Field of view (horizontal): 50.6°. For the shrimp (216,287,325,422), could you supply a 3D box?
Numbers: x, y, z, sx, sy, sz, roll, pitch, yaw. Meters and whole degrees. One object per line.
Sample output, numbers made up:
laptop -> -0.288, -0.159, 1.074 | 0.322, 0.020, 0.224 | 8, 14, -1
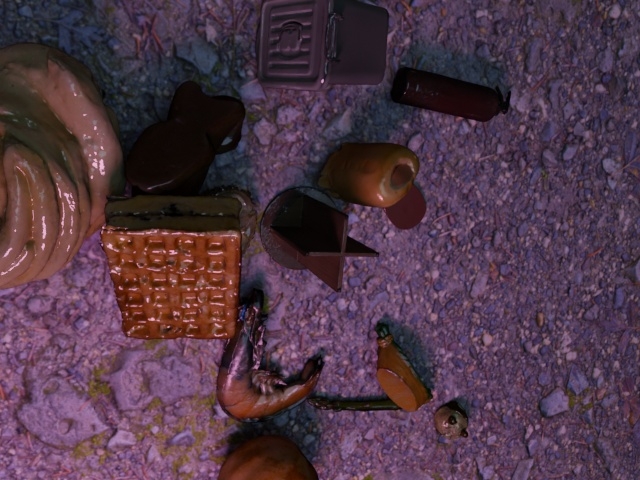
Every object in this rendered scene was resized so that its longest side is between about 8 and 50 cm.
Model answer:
shrimp -> -0.093, 0.228, 1.336 | 0.223, 0.054, 0.290 | -1, 107, -20

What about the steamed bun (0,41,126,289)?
steamed bun -> -0.468, -0.101, 1.024 | 0.372, 0.230, 0.324 | -34, 109, -8

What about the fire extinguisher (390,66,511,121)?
fire extinguisher -> 0.272, -0.290, 1.344 | 0.268, 0.072, 0.089 | 7, 64, -22

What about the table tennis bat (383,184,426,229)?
table tennis bat -> 0.158, -0.091, 1.379 | 0.087, 0.013, 0.156 | -40, 115, -5

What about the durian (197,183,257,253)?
durian -> -0.204, -0.029, 1.208 | 0.189, 0.091, 0.148 | -18, 118, -38

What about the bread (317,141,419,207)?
bread -> 0.091, -0.128, 1.251 | 0.134, 0.173, 0.085 | -52, 124, -23

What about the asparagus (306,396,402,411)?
asparagus -> 0.078, 0.351, 1.446 | 0.236, 0.027, 0.034 | 6, 128, -21

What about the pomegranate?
pomegranate -> -0.101, 0.484, 1.319 | 0.207, 0.207, 0.206 | -5, 105, -20

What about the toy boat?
toy boat -> 0.173, 0.281, 1.444 | 0.229, 0.089, 0.088 | 56, 43, -24

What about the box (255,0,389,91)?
box -> 0.003, -0.332, 1.145 | 0.135, 0.243, 0.163 | -3, 103, -32

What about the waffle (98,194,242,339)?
waffle -> -0.238, 0.054, 1.121 | 0.213, 0.091, 0.307 | 1, 139, -7

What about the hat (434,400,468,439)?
hat -> 0.301, 0.415, 1.532 | 0.076, 0.059, 0.077 | -23, 114, -9

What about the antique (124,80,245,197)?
antique -> -0.218, -0.151, 1.136 | 0.121, 0.143, 0.256 | 26, 66, 8

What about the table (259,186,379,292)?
table -> 0.000, 0.000, 1.222 | 0.167, 0.227, 0.166 | -5, 104, -19
